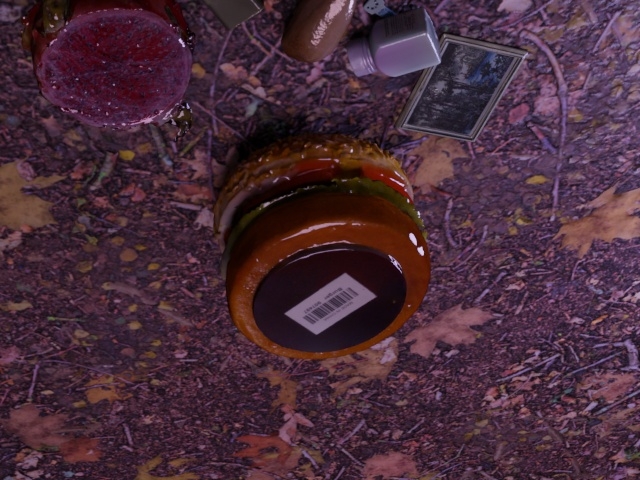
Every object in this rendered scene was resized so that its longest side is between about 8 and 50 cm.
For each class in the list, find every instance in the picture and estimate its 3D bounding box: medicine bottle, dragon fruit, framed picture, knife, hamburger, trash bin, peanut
[{"bbox_3d":[0.099,-0.265,1.360,0.118,0.055,0.074,-15,149,18],"label":"medicine bottle"},{"bbox_3d":[-0.263,-0.247,1.255,0.211,0.147,0.282,-29,145,14],"label":"dragon fruit"},{"bbox_3d":[0.209,-0.222,1.477,0.142,0.011,0.183,8,136,-20],"label":"framed picture"},{"bbox_3d":[0.099,-0.304,1.360,0.096,0.010,0.027,26,129,-35],"label":"knife"},{"bbox_3d":[0.000,0.000,1.503,0.330,0.250,0.330,-7,135,-7],"label":"hamburger"},{"bbox_3d":[-0.123,-0.324,1.268,0.061,0.043,0.092,-28,133,19],"label":"trash bin"},{"bbox_3d":[0.005,-0.296,1.301,0.076,0.076,0.152,20,126,-31],"label":"peanut"}]
